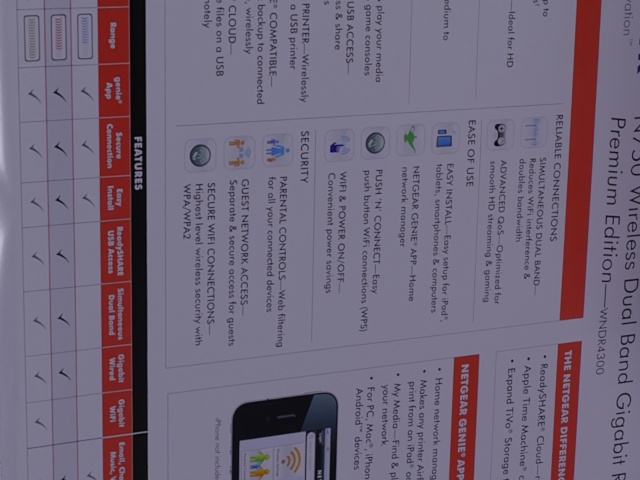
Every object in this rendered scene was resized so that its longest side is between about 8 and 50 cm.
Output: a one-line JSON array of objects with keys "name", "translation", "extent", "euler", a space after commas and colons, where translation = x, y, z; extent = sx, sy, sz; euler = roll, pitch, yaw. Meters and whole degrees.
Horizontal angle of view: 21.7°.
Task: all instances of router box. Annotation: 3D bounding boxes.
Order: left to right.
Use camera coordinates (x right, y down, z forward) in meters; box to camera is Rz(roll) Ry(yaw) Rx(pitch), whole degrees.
[{"name": "router box", "translation": [0.000, 0.000, 0.689], "extent": [0.301, 0.082, 0.335], "euler": [-4, 105, -25]}]
